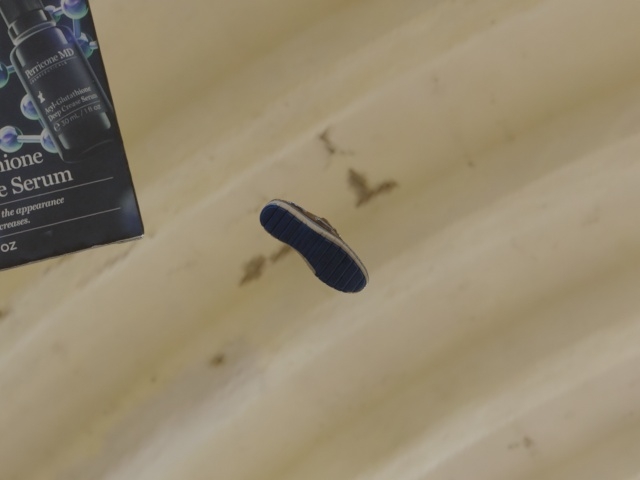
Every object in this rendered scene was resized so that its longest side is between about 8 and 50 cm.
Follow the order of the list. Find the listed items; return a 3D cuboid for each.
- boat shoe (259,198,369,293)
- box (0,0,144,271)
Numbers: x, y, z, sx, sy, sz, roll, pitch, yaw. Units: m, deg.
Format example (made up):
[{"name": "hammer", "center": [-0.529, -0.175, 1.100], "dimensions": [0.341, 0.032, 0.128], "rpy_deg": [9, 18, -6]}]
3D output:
[{"name": "boat shoe", "center": [0.000, 0.000, 2.269], "dimensions": [0.183, 0.066, 0.066], "rpy_deg": [42, -65, -2]}, {"name": "box", "center": [-0.399, -0.168, 1.887], "dimensions": [0.212, 0.293, 0.395], "rpy_deg": [-146, -138, -77]}]
